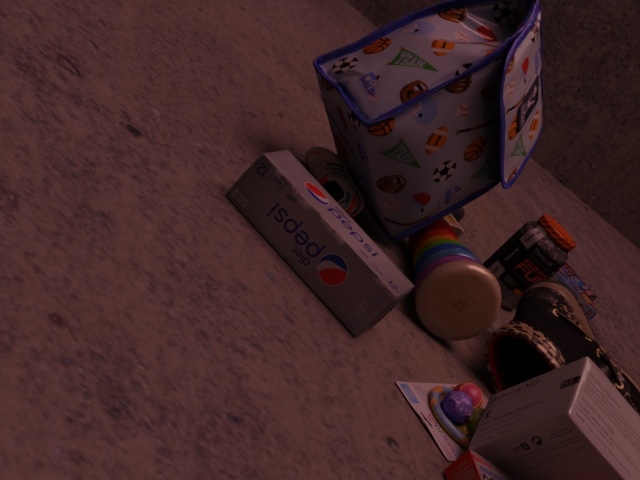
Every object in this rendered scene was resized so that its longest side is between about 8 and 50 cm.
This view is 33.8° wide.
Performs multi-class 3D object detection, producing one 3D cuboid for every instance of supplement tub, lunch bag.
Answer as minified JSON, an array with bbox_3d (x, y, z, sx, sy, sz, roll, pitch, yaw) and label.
[{"bbox_3d":[0.421,0.042,2.151,0.117,0.190,0.117,38,20,-16],"label":"supplement tub"},{"bbox_3d":[0.225,-0.227,1.836,0.239,0.385,0.328,54,-13,37],"label":"lunch bag"}]

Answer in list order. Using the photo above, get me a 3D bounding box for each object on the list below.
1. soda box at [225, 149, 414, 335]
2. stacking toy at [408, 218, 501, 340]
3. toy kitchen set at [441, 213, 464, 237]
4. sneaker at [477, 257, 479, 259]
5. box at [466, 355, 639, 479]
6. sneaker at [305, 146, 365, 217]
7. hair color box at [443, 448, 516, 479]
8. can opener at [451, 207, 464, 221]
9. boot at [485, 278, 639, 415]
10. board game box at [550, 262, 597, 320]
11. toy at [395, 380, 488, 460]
[{"bbox_3d":[0.000,0.000,1.530,0.286,0.091,0.098,47,20,9],"label":"soda box"},{"bbox_3d":[0.211,0.043,1.839,0.141,0.141,0.330,38,14,-18],"label":"stacking toy"},{"bbox_3d":[0.272,-0.115,2.148,0.166,0.207,0.122,18,33,-53],"label":"toy kitchen set"},{"bbox_3d":[0.264,0.062,1.940,0.051,0.089,0.170,42,19,-20],"label":"sneaker"},{"bbox_3d":[0.329,0.281,1.408,0.182,0.181,0.119,48,41,-11],"label":"box"},{"bbox_3d":[0.015,-0.112,1.847,0.075,0.057,0.161,21,31,-58],"label":"sneaker"},{"bbox_3d":[0.220,0.349,1.308,0.093,0.053,0.167,35,22,-28],"label":"hair color box"},{"bbox_3d":[0.220,-0.141,2.269,0.283,0.095,0.076,32,23,-31],"label":"can opener"},{"bbox_3d":[0.430,0.260,1.797,0.377,0.138,0.284,61,29,4],"label":"boot"},{"bbox_3d":[0.597,0.120,2.548,0.194,0.060,0.194,53,20,20],"label":"board game box"},{"bbox_3d":[0.221,0.247,1.519,0.237,0.056,0.137,17,32,-53],"label":"toy"}]
